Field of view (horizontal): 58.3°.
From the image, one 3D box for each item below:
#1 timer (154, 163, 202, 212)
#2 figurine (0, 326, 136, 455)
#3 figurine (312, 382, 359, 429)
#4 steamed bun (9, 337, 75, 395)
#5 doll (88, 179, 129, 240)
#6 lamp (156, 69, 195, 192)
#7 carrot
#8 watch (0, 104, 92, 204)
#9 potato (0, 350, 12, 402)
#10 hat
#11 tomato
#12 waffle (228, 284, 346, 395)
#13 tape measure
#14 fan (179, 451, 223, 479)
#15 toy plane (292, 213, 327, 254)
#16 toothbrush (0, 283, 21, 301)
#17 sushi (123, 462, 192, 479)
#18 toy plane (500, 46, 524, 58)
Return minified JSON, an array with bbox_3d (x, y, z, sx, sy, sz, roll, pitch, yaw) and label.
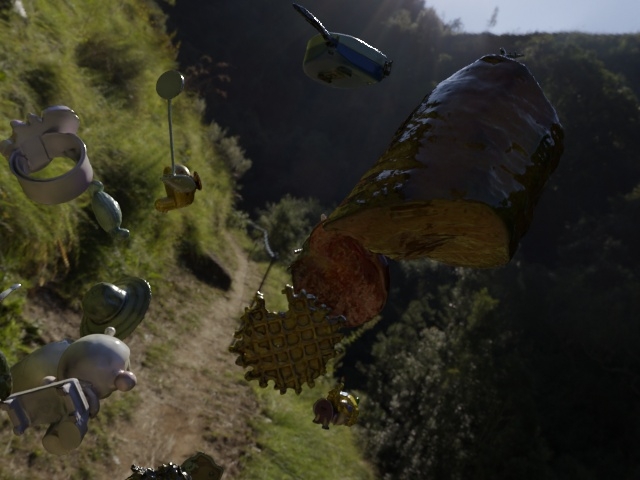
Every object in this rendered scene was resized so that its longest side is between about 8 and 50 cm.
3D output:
[{"bbox_3d":[-0.346,-0.124,1.356,0.109,0.107,0.107,-16,22,-25],"label":"timer"},{"bbox_3d":[-0.446,0.257,1.061,0.144,0.182,0.256,52,16,-12],"label":"figurine"},{"bbox_3d":[0.057,0.410,1.435,0.095,0.114,0.156,30,5,42],"label":"figurine"},{"bbox_3d":[-0.719,0.358,1.501,0.130,0.228,0.177,57,20,7],"label":"steamed bun"},{"bbox_3d":[-0.628,-0.081,1.686,0.072,0.103,0.214,-26,74,-35],"label":"doll"},{"bbox_3d":[-0.236,-0.179,0.937,0.050,0.198,0.056,-8,-12,20],"label":"lamp"},{"bbox_3d":[0.190,-0.074,0.828,0.242,0.340,0.241,31,-21,13],"label":"carrot"},{"bbox_3d":[-0.756,-0.242,1.632,0.231,0.244,0.196,42,-28,22],"label":"watch"},{"bbox_3d":[-0.611,0.217,0.984,0.120,0.197,0.054,-12,13,-8],"label":"potato"},{"bbox_3d":[-0.624,0.182,1.654,0.252,0.252,0.110,26,-22,41],"label":"hat"},{"bbox_3d":[0.071,0.078,1.627,0.309,0.308,0.170,24,17,5],"label":"tomato"},{"bbox_3d":[-0.072,0.216,1.249,0.229,0.231,0.051,29,-12,-7],"label":"waffle"},{"bbox_3d":[0.007,-0.527,1.605,0.352,0.097,0.215,19,-10,-36],"label":"tape measure"},{"bbox_3d":[-0.342,0.736,1.734,0.220,0.132,0.009,56,-7,-21],"label":"fan"},{"bbox_3d":[0.003,0.004,1.837,0.101,0.251,0.255,50,-29,9],"label":"toy plane"},{"bbox_3d":[-0.938,0.192,1.629,0.021,0.027,0.269,16,28,2],"label":"toothbrush"},{"bbox_3d":[-0.454,0.670,1.548,0.147,0.213,0.114,-109,-175,-48],"label":"sushi"},{"bbox_3d":[0.397,-0.383,1.230,0.078,0.084,0.024,-26,-25,34],"label":"toy plane"}]
